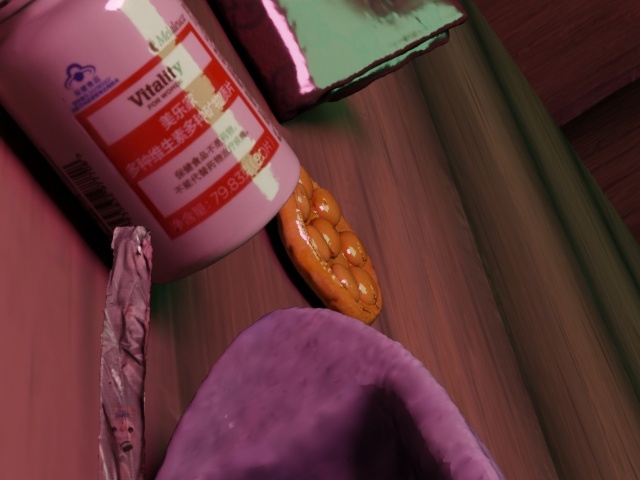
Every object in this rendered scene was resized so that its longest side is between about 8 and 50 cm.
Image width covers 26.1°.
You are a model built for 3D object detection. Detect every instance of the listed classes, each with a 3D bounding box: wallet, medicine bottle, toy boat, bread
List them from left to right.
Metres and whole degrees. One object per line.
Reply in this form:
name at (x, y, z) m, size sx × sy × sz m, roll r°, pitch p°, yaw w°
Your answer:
medicine bottle at (-0.076, -0.058, 0.526) m, size 0.140 × 0.079 × 0.079 m, roll 54°, pitch 15°, yaw -19°
wallet at (-0.020, -0.206, 0.930) m, size 0.182 × 0.049 × 0.229 m, roll -31°, pitch 87°, yaw -37°
bread at (0.000, 0.000, 0.767) m, size 0.110 × 0.024 × 0.110 m, roll 54°, pitch 16°, yaw -23°
toy boat at (0.009, 0.119, 0.364) m, size 0.078 × 0.127 × 0.283 m, roll 51°, pitch 14°, yaw -30°

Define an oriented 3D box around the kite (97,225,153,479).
kite at (-0.043, 0.074, 0.315) m, size 0.005 × 0.137 × 0.152 m, roll 96°, pitch 7°, yaw -87°
